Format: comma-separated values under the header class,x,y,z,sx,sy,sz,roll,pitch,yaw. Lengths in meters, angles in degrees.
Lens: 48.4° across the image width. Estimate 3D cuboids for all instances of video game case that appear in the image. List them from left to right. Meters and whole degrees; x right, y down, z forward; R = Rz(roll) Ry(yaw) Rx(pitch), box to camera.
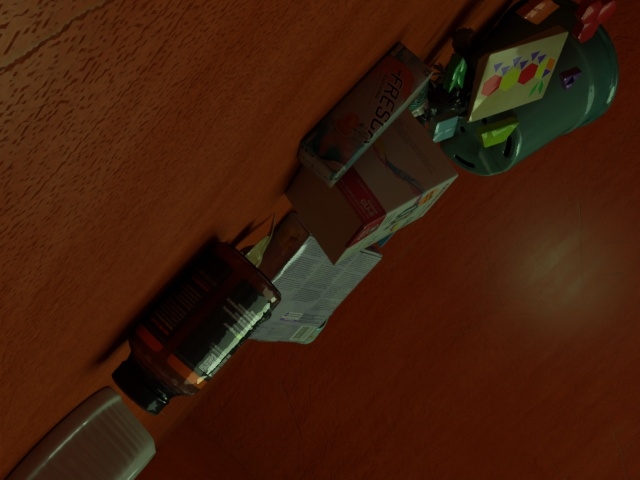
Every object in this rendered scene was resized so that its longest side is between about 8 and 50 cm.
class,x,y,z,sx,sy,sz,roll,pitch,yaw
video game case,0.185,-0.061,1.485,0.119,0.015,0.166,-52,174,39

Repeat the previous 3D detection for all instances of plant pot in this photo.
class,x,y,z,sx,sy,sz,roll,pitch,yaw
plant pot,0.442,-0.334,1.636,0.334,0.341,0.341,-38,172,-28

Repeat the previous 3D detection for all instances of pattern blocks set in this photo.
class,x,y,z,sx,sy,sz,roll,pitch,yaw
pattern blocks set,0.320,-0.272,1.164,0.324,0.026,0.285,-16,142,-30

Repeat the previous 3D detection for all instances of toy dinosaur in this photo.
class,x,y,z,sx,sy,sz,roll,pitch,yaw
toy dinosaur,-0.096,0.024,0.972,0.093,0.053,0.183,-51,175,22

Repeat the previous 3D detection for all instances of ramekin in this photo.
class,x,y,z,sx,sy,sz,roll,pitch,yaw
ramekin,-0.313,0.305,0.934,0.207,0.109,0.207,-48,177,-4

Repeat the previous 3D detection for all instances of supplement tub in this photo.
class,x,y,z,sx,sy,sz,roll,pitch,yaw
supplement tub,-0.145,0.103,0.816,0.198,0.106,0.106,-47,176,-11

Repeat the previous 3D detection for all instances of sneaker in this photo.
class,x,y,z,sx,sy,sz,roll,pitch,yaw
sneaker,0.118,-0.211,1.093,0.166,0.065,0.076,-49,161,-37

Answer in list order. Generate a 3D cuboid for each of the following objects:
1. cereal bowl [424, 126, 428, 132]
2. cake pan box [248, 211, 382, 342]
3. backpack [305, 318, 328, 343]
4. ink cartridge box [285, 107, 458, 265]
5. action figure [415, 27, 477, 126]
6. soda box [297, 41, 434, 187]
class,x,y,z,sx,sy,sz,roll,pitch,yaw
cereal bowl,0.123,-0.106,1.517,0.339,0.141,0.339,-48,175,-5
cake pan box,-0.036,0.079,1.299,0.246,0.070,0.267,-48,149,18
backpack,-0.049,0.166,1.857,0.144,0.166,0.188,-47,-161,46
ink cartridge box,0.069,-0.076,0.971,0.176,0.127,0.128,-29,166,-28
action figure,0.249,-0.281,1.253,0.275,0.141,0.164,-18,172,-23
soda box,0.054,-0.151,0.857,0.183,0.058,0.063,-48,177,-14
